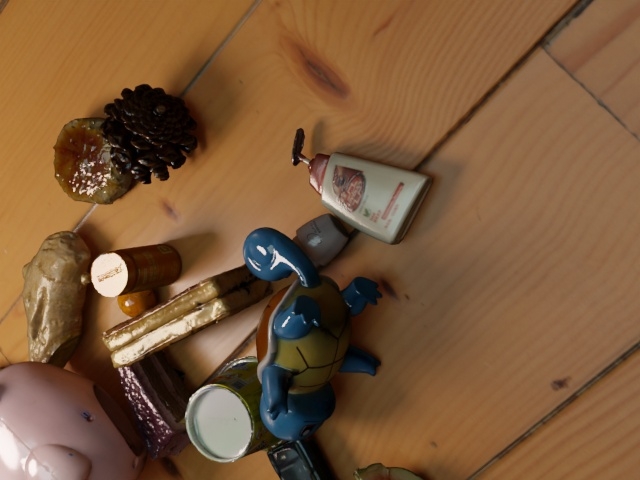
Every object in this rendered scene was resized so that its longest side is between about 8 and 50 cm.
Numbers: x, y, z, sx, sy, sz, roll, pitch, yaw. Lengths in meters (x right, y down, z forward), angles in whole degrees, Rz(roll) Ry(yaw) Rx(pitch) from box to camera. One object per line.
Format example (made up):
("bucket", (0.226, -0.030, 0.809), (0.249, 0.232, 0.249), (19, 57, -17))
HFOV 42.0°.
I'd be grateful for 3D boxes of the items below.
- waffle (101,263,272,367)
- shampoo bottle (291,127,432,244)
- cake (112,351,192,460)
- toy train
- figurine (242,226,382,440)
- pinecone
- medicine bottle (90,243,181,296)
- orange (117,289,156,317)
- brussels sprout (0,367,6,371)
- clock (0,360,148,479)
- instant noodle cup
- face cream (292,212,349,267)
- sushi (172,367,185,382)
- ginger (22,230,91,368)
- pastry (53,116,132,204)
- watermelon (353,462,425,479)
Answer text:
("waffle", (-0.269, 0.150, 1.693), (0.308, 0.213, 0.091), (-26, 89, 24))
("shampoo bottle", (0.057, -0.114, 1.596), (0.284, 0.071, 0.153), (29, 104, 18))
("cake", (-0.348, 0.313, 1.771), (0.113, 0.116, 0.295), (-32, 79, 28))
("toy train", (0.033, 0.580, 1.664), (0.086, 0.089, 0.409), (-32, 82, 21))
("figurine", (-0.032, 0.181, 1.542), (0.243, 0.298, 0.416), (0, 102, 35))
("pinecone", (-0.358, -0.210, 1.718), (0.208, 0.208, 0.207), (2, 96, 25))
("medicine bottle", (-0.383, 0.060, 1.749), (0.096, 0.192, 0.096), (2, 95, 24))
("orange", (-0.402, 0.130, 1.826), (0.084, 0.083, 0.083), (2, 96, 25))
("brussels sprout", (-0.787, 0.380, 1.995), (0.181, 0.144, 0.161), (-40, 57, 0))
("clock", (-0.557, 0.414, 1.773), (0.376, 0.368, 0.250), (45, 82, -7))
("instant noodle cup", (-0.168, 0.351, 1.701), (0.205, 0.153, 0.204), (2, 96, 23))
("face cream", (0.000, 0.000, 1.624), (0.095, 0.091, 0.091), (-39, 79, 14))
("sushi", (-0.368, 0.335, 1.859), (0.120, 0.026, 0.126), (16, 100, 23))
("ginger", (-0.604, 0.150, 1.896), (0.190, 0.126, 0.353), (7, 96, 19))
("pastry", (-0.499, -0.174, 1.836), (0.182, 0.093, 0.192), (3, 95, 22))
("watermelon", (0.190, 0.539, 1.570), (0.128, 0.159, 0.303), (-31, 75, -5))
